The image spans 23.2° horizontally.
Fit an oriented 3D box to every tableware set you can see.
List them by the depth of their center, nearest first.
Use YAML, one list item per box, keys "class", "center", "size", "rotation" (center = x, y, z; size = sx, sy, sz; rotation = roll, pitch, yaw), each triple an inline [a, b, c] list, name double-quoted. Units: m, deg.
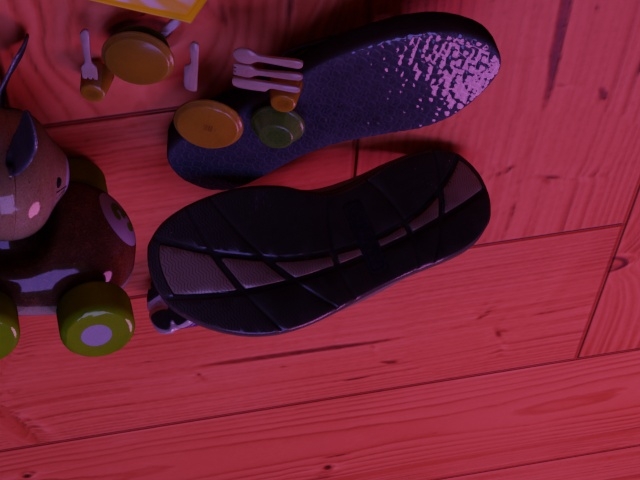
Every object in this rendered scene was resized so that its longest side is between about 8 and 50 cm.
- class: "tableware set"
  center: [-0.085, -0.103, 1.036]
  size: [0.154, 0.024, 0.104]
  rotation: [7, 142, 0]

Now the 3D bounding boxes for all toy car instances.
- class: "toy car"
  center: [-0.192, -0.038, 1.035]
  size: [0.149, 0.155, 0.188]
  rotation: [-3, 135, -16]

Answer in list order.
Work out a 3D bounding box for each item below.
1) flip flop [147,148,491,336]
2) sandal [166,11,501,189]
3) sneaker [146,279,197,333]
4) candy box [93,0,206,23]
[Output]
- class: "flip flop"
  center: [0.000, 0.000, 1.176]
  size: [0.277, 0.112, 0.080]
  rotation: [-19, 179, -26]
- class: "sandal"
  center: [0.000, -0.108, 1.082]
  size: [0.254, 0.054, 0.097]
  rotation: [-17, 142, 25]
- class: "sneaker"
  center: [-0.065, 0.026, 1.266]
  size: [0.170, 0.068, 0.071]
  rotation: [-23, 163, 32]
- class: "candy box"
  center: [-0.146, -0.186, 0.915]
  size: [0.206, 0.027, 0.105]
  rotation: [8, 146, -30]
